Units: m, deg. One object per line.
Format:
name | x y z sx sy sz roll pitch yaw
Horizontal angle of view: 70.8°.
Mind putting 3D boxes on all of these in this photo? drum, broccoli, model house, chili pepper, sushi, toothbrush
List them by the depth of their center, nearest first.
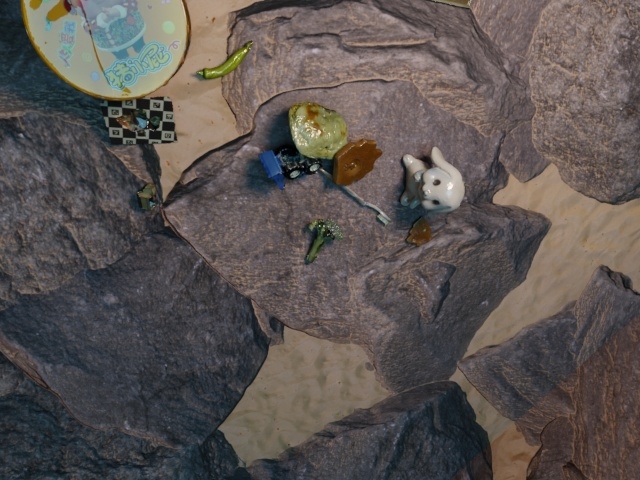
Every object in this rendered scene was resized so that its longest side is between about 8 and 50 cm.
drum | -0.581 -0.614 1.270 0.430 0.214 0.432 -6 115 -12
sushi | -0.573 -0.390 1.437 0.209 0.040 0.193 -7 146 -16
chili pepper | -0.298 -0.571 1.457 0.208 0.043 0.049 -31 91 -5
model house | -0.603 -0.153 1.557 0.058 0.057 0.083 13 132 8
toothbrush | 0.138 -0.171 1.740 0.375 0.028 0.037 36 108 -25
broccoli | 0.002 0.002 1.753 0.122 0.118 0.204 0 134 -46

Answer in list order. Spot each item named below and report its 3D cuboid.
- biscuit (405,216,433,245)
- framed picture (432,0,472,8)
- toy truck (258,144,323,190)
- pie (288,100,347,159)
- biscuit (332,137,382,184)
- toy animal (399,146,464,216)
biscuit | 0.414 -0.039 1.869 0.119 0.019 0.130 -3 114 -12
framed picture | 0.414 -0.893 1.502 0.249 0.016 0.184 2 113 -14
toy truck | -0.108 -0.263 1.586 0.208 0.113 0.126 -16 156 -21
pie | -0.006 -0.383 1.536 0.247 0.089 0.201 -4 85 -40
biscuit | 0.136 -0.293 1.647 0.215 0.034 0.182 -25 143 -24
toy animal | 0.418 -0.195 1.680 0.173 0.289 0.249 -9 135 -12
